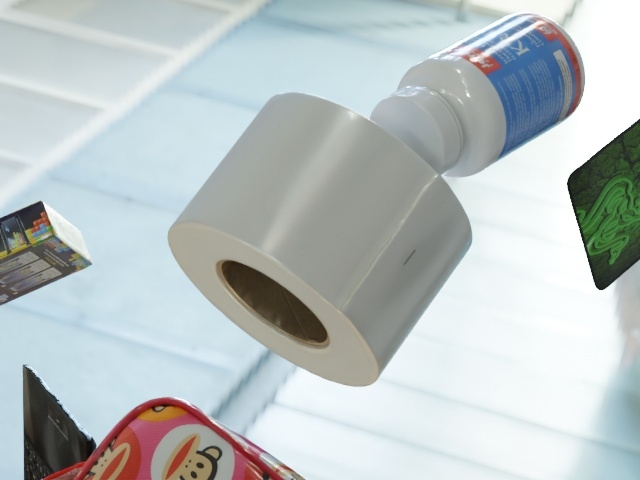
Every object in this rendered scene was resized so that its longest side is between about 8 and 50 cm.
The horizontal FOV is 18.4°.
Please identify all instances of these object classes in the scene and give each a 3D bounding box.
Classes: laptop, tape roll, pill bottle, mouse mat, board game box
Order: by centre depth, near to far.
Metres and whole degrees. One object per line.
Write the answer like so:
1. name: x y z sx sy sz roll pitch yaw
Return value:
1. laptop: -0.266 0.255 1.553 0.234 0.136 0.264 -151 60 -66
2. tape roll: 0.000 0.000 1.873 0.169 0.246 0.246 -54 -23 -20
3. pill bottle: 0.151 -0.134 1.922 0.221 0.124 0.124 -31 -43 -43
4. mouse mat: 0.344 -0.053 2.138 0.189 0.007 0.153 -36 -57 -27
5. board game box: -0.347 0.019 2.218 0.170 0.141 0.048 59 -171 -76

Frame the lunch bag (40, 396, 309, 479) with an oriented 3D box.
1. lunch bag: -0.122 0.262 1.349 0.293 0.258 0.120 -53 -28 -5
